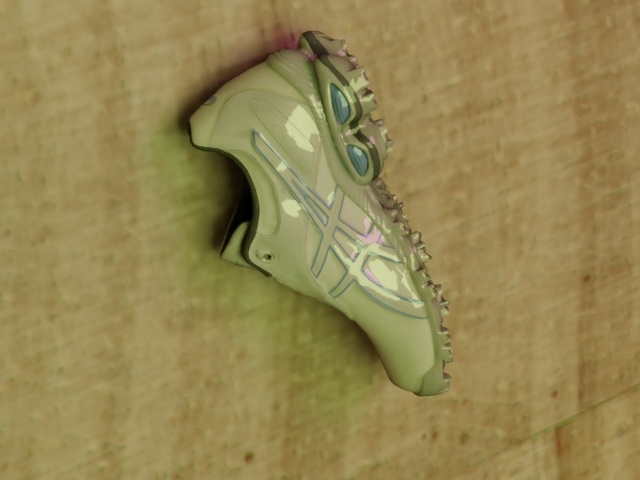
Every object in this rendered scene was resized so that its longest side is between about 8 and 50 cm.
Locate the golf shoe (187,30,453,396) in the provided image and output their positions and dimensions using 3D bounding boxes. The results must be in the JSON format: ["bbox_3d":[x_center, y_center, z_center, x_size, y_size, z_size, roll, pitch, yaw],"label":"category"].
[{"bbox_3d":[0.000,0.000,0.781,0.086,0.069,0.176,-24,113,-4],"label":"golf shoe"}]
